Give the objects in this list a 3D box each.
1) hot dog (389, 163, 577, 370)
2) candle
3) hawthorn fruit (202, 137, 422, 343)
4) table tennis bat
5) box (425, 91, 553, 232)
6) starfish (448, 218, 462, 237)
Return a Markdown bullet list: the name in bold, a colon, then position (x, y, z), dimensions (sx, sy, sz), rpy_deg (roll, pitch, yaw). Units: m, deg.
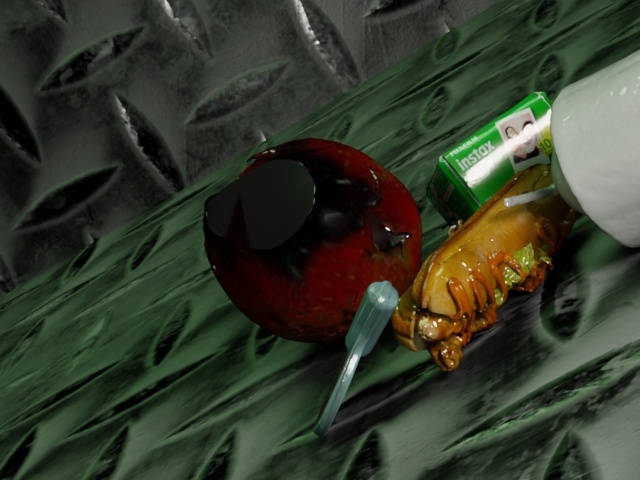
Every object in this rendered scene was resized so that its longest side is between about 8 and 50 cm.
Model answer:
- **hot dog**: position (0.209, 0.031, 2.047), dimensions (0.349, 0.117, 0.158), rpy_deg (-40, -14, -51)
- **candle**: position (0.395, -0.120, 1.929), dimensions (0.342, 0.221, 0.221), rpy_deg (-25, 16, 34)
- **hawthorn fruit**: position (-0.014, -0.001, 2.277), dimensions (0.316, 0.316, 0.316), rpy_deg (-31, 14, 9)
- **table tennis bat**: position (0.040, 0.136, 2.009), dimensions (0.244, 0.040, 0.153), rpy_deg (113, 180, -45)
- **box**: position (0.242, -0.096, 2.293), dimensions (0.180, 0.103, 0.250), rpy_deg (-35, -8, -8)
- **starfish**: position (0.184, 0.037, 2.196), dimensions (0.130, 0.041, 0.133), rpy_deg (61, -137, -69)
